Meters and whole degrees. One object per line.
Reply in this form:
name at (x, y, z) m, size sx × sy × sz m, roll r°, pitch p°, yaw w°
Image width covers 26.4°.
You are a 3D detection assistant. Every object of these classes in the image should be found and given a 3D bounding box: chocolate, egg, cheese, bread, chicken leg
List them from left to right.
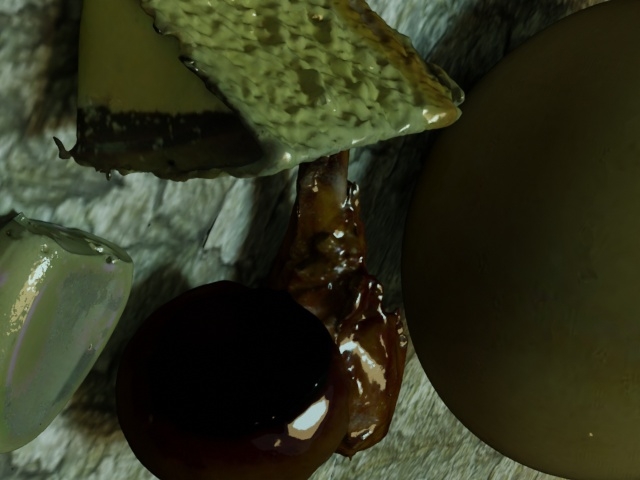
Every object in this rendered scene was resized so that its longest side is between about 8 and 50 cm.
cheese at (-0.155, 0.082, 0.649) m, size 0.097 × 0.037 × 0.192 m, roll 15°, pitch 102°, yaw -62°
chocolate at (-0.047, 0.088, 0.755) m, size 0.133 × 0.127 × 0.124 m, roll 88°, pitch 4°, yaw -56°
bread at (-0.025, -0.085, 0.608) m, size 0.147 × 0.152 × 0.127 m, roll -23°, pitch 126°, yaw -50°
chicken leg at (0.000, 0.000, 0.801) m, size 0.093 × 0.113 × 0.304 m, roll -11°, pitch 125°, yaw -10°
egg at (0.219, -0.011, 0.943) m, size 0.374 × 0.301 × 0.301 m, roll -58°, pitch 155°, yaw -24°
